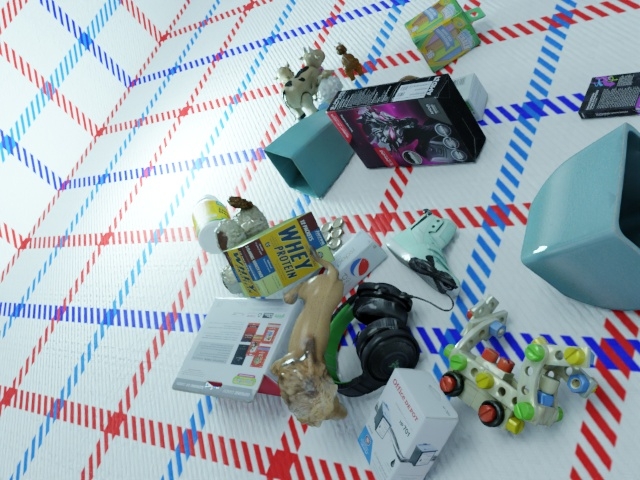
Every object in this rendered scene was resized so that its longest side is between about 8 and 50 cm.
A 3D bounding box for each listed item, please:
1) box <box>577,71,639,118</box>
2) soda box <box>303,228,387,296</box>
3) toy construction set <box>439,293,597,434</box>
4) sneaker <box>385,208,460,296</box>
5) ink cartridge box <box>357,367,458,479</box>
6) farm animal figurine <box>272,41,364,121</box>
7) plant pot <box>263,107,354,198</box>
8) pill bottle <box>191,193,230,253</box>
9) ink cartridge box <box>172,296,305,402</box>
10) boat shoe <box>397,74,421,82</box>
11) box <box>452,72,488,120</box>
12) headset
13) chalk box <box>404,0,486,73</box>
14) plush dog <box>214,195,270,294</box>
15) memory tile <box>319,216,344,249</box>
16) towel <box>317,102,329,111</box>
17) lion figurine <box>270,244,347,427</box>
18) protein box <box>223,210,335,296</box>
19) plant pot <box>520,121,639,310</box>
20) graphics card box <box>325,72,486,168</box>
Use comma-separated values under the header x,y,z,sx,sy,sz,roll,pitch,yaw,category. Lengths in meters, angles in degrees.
x,y,z,sx,sy,sz,roll,pitch,yaw,category
0.684,-0.333,1.662,0.162,0.029,0.116,5,57,44,box
0.058,0.076,1.817,0.216,0.074,0.069,-43,36,3,soda box
0.341,0.225,1.339,0.215,0.151,0.328,-67,27,10,toy construction set
0.268,0.018,1.659,0.151,0.094,0.256,-42,37,-3,sneaker
0.161,0.358,1.372,0.190,0.082,0.139,-68,29,24,ink cartridge box
-0.044,-0.535,2.390,0.330,0.172,0.326,-14,37,36,farm animal figurine
-0.008,-0.273,2.159,0.234,0.165,0.165,-45,35,-15,plant pot
-0.342,-0.059,2.292,0.118,0.117,0.208,-39,36,8,pill bottle
-0.179,0.287,1.788,0.310,0.130,0.271,-2,53,43,ink cartridge box
0.276,-0.407,2.056,0.111,0.104,0.307,-37,36,11,boat shoe
0.378,-0.373,1.941,0.101,0.087,0.102,-10,49,38,box
0.122,0.174,1.567,0.394,0.185,0.243,-36,36,30,headset
0.380,-0.626,2.149,0.213,0.132,0.132,-32,38,16,chalk box
-0.192,-0.008,2.049,0.211,0.262,0.225,-10,49,-9,plush dog
0.000,0.000,1.998,0.148,0.012,0.113,-21,42,27,memory tile
0.012,-0.404,2.368,0.067,0.029,0.119,-15,46,33,towel
-0.015,0.190,1.543,0.240,0.142,0.392,151,124,-74,lion figurine
-0.107,0.038,1.810,0.200,0.136,0.201,-28,5,-20,protein box
0.519,-0.013,1.341,0.252,0.248,0.247,-28,36,50,plant pot
0.218,-0.302,1.902,0.371,0.233,0.094,1,52,43,graphics card box
